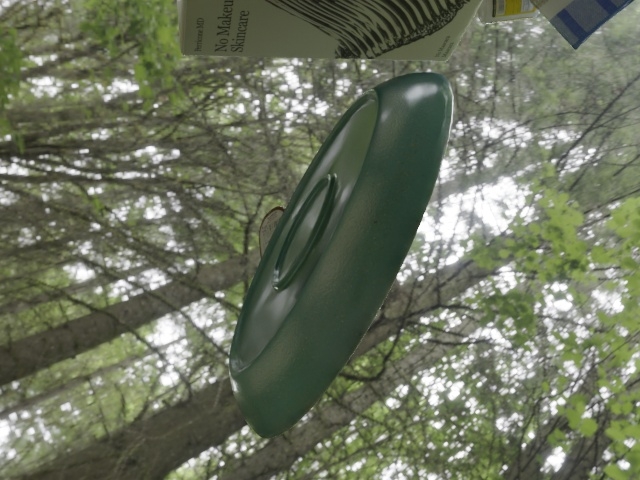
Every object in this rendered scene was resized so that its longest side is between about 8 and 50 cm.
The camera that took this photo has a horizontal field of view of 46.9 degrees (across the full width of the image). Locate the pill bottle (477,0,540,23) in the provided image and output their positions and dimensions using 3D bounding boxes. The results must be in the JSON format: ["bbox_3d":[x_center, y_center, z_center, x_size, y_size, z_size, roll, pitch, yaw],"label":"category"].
[{"bbox_3d":[0.305,-0.374,1.139,0.116,0.065,0.065,-7,-80,-3],"label":"pill bottle"}]

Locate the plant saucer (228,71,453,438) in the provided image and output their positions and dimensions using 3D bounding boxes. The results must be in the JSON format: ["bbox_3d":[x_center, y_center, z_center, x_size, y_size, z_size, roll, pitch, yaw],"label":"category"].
[{"bbox_3d":[0.000,0.000,0.594,0.043,0.318,0.318,26,-54,-11],"label":"plant saucer"}]

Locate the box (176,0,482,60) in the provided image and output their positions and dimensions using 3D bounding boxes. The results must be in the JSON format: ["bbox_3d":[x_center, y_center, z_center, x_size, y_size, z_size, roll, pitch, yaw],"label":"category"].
[{"bbox_3d":[0.005,-0.239,0.695,0.113,0.274,0.094,113,-29,-64],"label":"box"}]

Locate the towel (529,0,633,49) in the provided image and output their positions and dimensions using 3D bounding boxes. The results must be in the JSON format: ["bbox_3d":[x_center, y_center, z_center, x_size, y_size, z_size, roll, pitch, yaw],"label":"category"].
[{"bbox_3d":[0.359,-0.451,1.073,0.209,0.034,0.285,-40,-91,3],"label":"towel"}]

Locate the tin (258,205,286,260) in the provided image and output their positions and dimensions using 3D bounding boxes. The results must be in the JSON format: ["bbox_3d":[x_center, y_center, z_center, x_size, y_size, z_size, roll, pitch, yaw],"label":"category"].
[{"bbox_3d":[-0.077,0.021,1.452,0.106,0.040,0.190,-37,-128,43],"label":"tin"}]
